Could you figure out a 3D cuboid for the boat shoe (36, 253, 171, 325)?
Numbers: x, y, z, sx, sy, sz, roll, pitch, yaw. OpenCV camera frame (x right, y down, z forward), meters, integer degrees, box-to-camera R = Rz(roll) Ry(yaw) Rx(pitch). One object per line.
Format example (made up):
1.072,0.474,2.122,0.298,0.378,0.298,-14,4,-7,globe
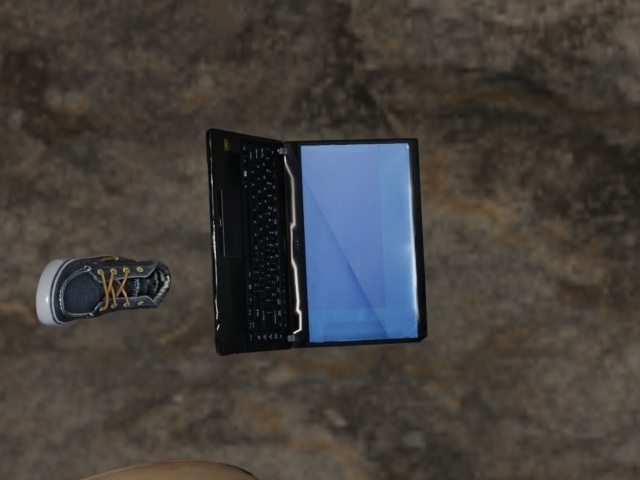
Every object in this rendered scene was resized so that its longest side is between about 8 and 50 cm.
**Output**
-0.217,0.046,1.648,0.083,0.065,0.183,2,-170,16,boat shoe

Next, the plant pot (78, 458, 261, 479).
-0.108,0.236,0.891,0.237,0.109,0.237,-19,142,-16,plant pot

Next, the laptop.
0.000,0.000,1.746,0.137,0.234,0.264,-5,176,25,laptop
